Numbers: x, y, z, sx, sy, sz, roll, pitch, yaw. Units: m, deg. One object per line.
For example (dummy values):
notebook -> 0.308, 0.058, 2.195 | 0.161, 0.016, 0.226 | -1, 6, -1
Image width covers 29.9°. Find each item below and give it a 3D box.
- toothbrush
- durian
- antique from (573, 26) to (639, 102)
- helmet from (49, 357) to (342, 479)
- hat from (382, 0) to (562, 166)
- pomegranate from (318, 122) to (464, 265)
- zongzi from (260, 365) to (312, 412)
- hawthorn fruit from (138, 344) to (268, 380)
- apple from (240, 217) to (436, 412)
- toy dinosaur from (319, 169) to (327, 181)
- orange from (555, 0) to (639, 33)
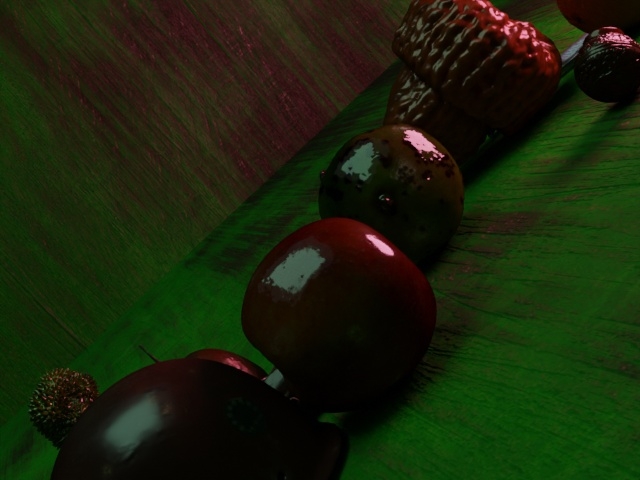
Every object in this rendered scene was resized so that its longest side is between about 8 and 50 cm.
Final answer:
toothbrush -> 0.433, -0.322, 2.040 | 0.413, 0.042, 0.035 | -41, 47, 4
durian -> -0.491, 0.346, 2.361 | 0.146, 0.198, 0.159 | -32, -36, -24
antique -> 0.398, -0.236, 1.642 | 0.104, 0.104, 0.104 | -40, 10, 9
helmet -> -0.184, 0.269, 1.353 | 0.385, 0.230, 0.337 | -36, 12, 23
hat -> 0.209, -0.202, 1.961 | 0.285, 0.285, 0.400 | -75, 11, -72
pomegranate -> 0.104, -0.061, 1.737 | 0.211, 0.211, 0.263 | -41, -2, 6
zongzi -> -0.029, 0.170, 1.579 | 0.187, 0.084, 0.184 | -42, 8, -14
hawthorn fruit -> -0.149, 0.216, 1.609 | 0.149, 0.189, 0.149 | -34, 43, 38
apple -> 0.021, 0.084, 1.382 | 0.201, 0.218, 0.218 | -43, 10, -7
toy dinosaur -> 0.090, -0.107, 2.489 | 0.178, 0.087, 0.187 | -6, 31, 0
orange -> 0.469, -0.428, 1.925 | 0.206, 0.206, 0.206 | -40, 10, 9
